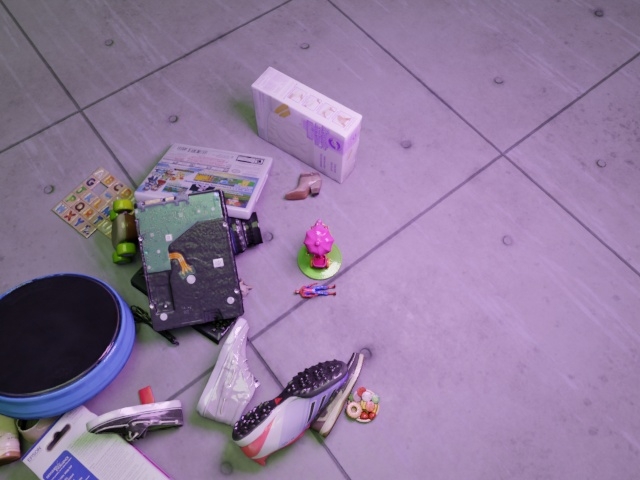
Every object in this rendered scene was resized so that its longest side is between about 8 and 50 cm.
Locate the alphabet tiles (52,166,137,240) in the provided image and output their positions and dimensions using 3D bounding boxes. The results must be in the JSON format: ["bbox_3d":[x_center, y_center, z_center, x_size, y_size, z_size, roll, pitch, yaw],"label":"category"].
[{"bbox_3d":[-0.659,-0.098,1.527,0.237,0.009,0.198,34,68,15],"label":"alphabet tiles"}]

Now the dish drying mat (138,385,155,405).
[{"bbox_3d":[-0.437,0.414,1.279,0.032,0.008,0.083,-21,67,-10],"label":"dish drying mat"}]

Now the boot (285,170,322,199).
[{"bbox_3d":[-0.053,-0.172,1.555,0.118,0.042,0.087,-6,58,-4],"label":"boot"}]

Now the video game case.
[{"bbox_3d":[-0.332,-0.183,1.492,0.328,0.036,0.300,9,39,4],"label":"video game case"}]

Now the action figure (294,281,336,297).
[{"bbox_3d":[-0.014,0.139,1.407,0.115,0.030,0.038,-4,69,-1],"label":"action figure"}]

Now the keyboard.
[{"bbox_3d":[-0.394,0.181,1.381,0.317,0.033,0.202,30,68,14],"label":"keyboard"}]

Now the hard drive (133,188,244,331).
[{"bbox_3d":[-0.343,0.049,1.322,0.236,0.064,0.339,-11,90,-4],"label":"hard drive"}]

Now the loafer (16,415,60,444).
[{"bbox_3d":[-0.685,0.363,1.254,0.101,0.092,0.269,-6,64,-3],"label":"loafer"}]

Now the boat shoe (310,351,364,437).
[{"bbox_3d":[0.038,0.375,1.263,0.073,0.080,0.224,26,71,6],"label":"boat shoe"}]

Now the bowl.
[{"bbox_3d":[-0.673,0.242,1.256,0.390,0.077,0.391,2,47,-2],"label":"bowl"}]

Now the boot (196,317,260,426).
[{"bbox_3d":[-0.206,0.337,1.283,0.123,0.095,0.259,21,74,3],"label":"boot"}]

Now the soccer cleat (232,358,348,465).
[{"bbox_3d":[-0.055,0.409,1.210,0.318,0.108,0.116,-35,107,-5],"label":"soccer cleat"}]

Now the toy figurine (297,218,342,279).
[{"bbox_3d":[0.000,0.000,1.401,0.130,0.159,0.173,2,63,0],"label":"toy figurine"}]

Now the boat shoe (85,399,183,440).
[{"bbox_3d":[-0.435,0.435,1.196,0.219,0.078,0.070,-3,60,-30],"label":"boat shoe"}]

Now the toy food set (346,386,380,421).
[{"bbox_3d":[0.109,0.416,1.276,0.083,0.020,0.083,16,65,7],"label":"toy food set"}]

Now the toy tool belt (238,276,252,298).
[{"bbox_3d":[-0.235,0.125,1.405,0.083,0.052,0.051,27,35,9],"label":"toy tool belt"}]

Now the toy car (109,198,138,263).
[{"bbox_3d":[-0.496,-0.024,1.447,0.188,0.149,0.155,-2,74,-30],"label":"toy car"}]

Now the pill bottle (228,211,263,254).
[{"bbox_3d":[-0.279,-0.014,1.425,0.219,0.123,0.123,-12,65,-7],"label":"pill bottle"}]

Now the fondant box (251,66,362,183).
[{"bbox_3d":[-0.043,-0.343,1.524,0.330,0.238,0.096,31,67,14],"label":"fondant box"}]

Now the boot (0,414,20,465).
[{"bbox_3d":[-0.853,0.451,1.210,0.261,0.095,0.204,-13,62,-2],"label":"boot"}]

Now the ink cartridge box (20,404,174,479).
[{"bbox_3d":[-0.500,0.557,1.177,0.370,0.069,0.176,34,69,12],"label":"ink cartridge box"}]
